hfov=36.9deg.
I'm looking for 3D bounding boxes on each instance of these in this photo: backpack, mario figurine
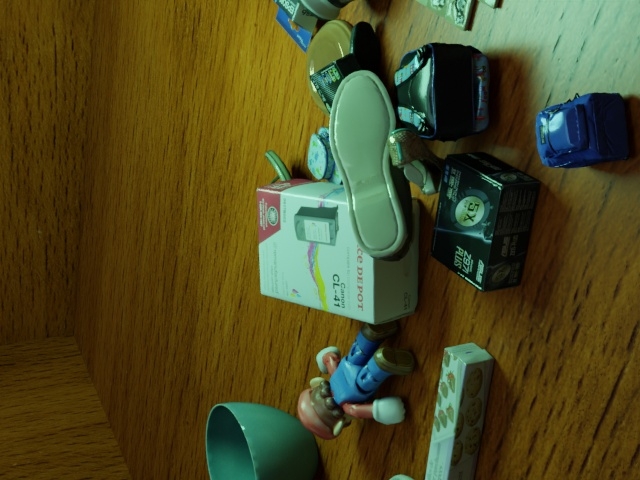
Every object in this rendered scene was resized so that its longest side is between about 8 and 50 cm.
[{"bbox_3d":[0.343,-0.149,1.302,0.120,0.101,0.097,171,98,-66],"label":"backpack"},{"bbox_3d":[0.028,-0.161,1.905,0.114,0.084,0.105,50,141,41],"label":"backpack"},{"bbox_3d":[0.187,-0.237,1.554,0.173,0.117,0.158,-163,70,-74],"label":"backpack"},{"bbox_3d":[0.080,0.282,1.913,0.320,0.170,0.198,-52,14,40],"label":"mario figurine"}]

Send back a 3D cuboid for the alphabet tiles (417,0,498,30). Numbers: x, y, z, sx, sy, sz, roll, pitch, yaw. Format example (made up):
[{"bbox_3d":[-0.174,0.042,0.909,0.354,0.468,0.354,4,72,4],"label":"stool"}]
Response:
[{"bbox_3d":[0.225,-0.528,1.531,0.285,0.011,0.342,48,136,47],"label":"alphabet tiles"}]

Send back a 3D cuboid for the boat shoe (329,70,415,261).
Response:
[{"bbox_3d":[0.093,-0.123,1.613,0.117,0.097,0.324,-14,75,18],"label":"boat shoe"}]

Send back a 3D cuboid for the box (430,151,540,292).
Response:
[{"bbox_3d":[0.255,-0.032,1.513,0.147,0.078,0.180,40,130,51],"label":"box"}]

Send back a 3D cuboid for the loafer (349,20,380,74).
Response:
[{"bbox_3d":[0.075,-0.325,1.806,0.061,0.062,0.170,-166,73,-64],"label":"loafer"}]

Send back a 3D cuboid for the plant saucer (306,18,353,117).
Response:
[{"bbox_3d":[0.023,-0.341,1.922,0.200,0.037,0.199,21,114,60],"label":"plant saucer"}]

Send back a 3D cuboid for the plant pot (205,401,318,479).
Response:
[{"bbox_3d":[-0.120,0.503,2.211,0.290,0.195,0.290,24,117,59],"label":"plant pot"}]

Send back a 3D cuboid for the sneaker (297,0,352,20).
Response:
[{"bbox_3d":[-0.004,-0.648,1.712,0.257,0.169,0.447,-29,93,33],"label":"sneaker"}]

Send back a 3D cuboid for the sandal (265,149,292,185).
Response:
[{"bbox_3d":[-0.080,-0.056,2.086,0.120,0.086,0.302,64,-168,-79],"label":"sandal"}]

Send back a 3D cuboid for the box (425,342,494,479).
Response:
[{"bbox_3d":[0.234,0.333,1.650,0.063,0.067,0.324,38,128,54],"label":"box"}]

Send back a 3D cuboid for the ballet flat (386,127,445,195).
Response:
[{"bbox_3d":[0.165,-0.111,1.549,0.073,0.206,0.067,-15,65,30],"label":"ballet flat"}]

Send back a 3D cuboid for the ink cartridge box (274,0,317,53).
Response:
[{"bbox_3d":[-0.036,-0.560,1.923,0.165,0.065,0.332,53,135,42],"label":"ink cartridge box"}]

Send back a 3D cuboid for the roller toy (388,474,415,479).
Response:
[{"bbox_3d":[0.143,0.543,1.782,0.209,0.146,0.191,49,148,46],"label":"roller toy"}]

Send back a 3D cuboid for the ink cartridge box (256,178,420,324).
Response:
[{"bbox_3d":[0.027,0.014,1.810,0.306,0.131,0.226,11,108,44],"label":"ink cartridge box"}]

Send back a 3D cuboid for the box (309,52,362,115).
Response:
[{"bbox_3d":[0.060,-0.241,1.755,0.184,0.045,0.191,63,168,-9],"label":"box"}]
